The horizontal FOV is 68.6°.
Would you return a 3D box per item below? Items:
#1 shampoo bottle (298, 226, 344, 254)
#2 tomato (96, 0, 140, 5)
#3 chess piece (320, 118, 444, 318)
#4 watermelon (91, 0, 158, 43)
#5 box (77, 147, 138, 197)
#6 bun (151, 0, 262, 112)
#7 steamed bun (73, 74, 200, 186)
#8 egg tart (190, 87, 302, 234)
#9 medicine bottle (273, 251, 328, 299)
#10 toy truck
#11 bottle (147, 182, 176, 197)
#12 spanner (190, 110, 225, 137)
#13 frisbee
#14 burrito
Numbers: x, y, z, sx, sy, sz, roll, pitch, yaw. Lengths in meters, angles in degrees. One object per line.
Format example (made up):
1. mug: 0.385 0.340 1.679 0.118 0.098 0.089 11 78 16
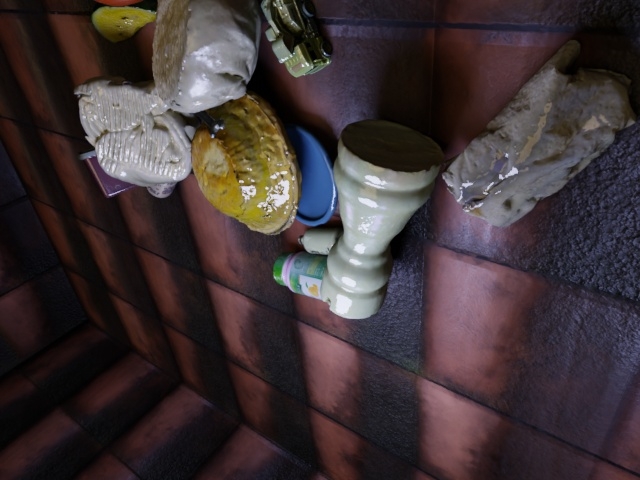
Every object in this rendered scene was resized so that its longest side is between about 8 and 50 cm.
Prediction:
1. shampoo bottle: 0.000 0.000 1.351 0.162 0.079 0.079 2 121 40
2. tomato: -0.487 -0.713 1.083 0.321 0.321 0.321 23 133 28
3. chess piece: 0.111 -0.028 1.081 0.234 0.234 0.442 29 129 23
4. watermelon: -0.577 -0.659 1.369 0.301 0.123 0.129 0 141 44
5. box: -0.734 -0.262 1.667 0.294 0.193 0.167 20 131 59
6. bun: -0.262 -0.465 1.105 0.359 0.211 0.360 1 91 56
7. steamed bun: -0.540 -0.358 1.455 0.346 0.237 0.394 -42 104 12
8. egg tart: -0.228 -0.200 1.296 0.443 0.178 0.443 30 134 38
9. medicine bottle: -0.010 0.106 1.401 0.274 0.133 0.133 11 126 38
10. toy truck: -0.063 -0.459 1.034 0.085 0.116 0.191 -9 112 47
11. bottle: -0.542 -0.235 1.637 0.097 0.110 0.209 47 140 -3
12. spanner: -0.296 -0.318 1.203 0.015 0.054 0.254 34 -173 -41
13. frisbee: -0.044 -0.179 1.270 0.289 0.049 0.289 31 135 37
14. burrito: 0.379 -0.172 0.846 0.190 0.135 0.332 50 137 11
